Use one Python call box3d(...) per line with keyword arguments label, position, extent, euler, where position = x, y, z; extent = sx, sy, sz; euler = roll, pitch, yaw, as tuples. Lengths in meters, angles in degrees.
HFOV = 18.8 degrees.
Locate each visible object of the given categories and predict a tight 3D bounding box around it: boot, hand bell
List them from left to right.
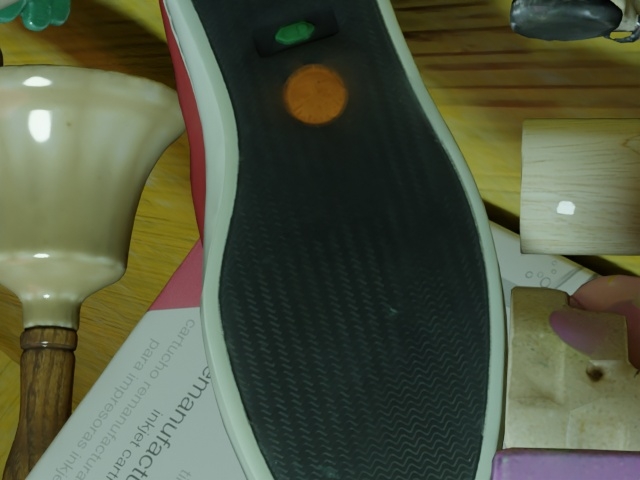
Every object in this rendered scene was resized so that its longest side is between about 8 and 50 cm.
box3d(label="hand bell", position=(-0.121, 0.054, 0.872), extent=(0.126, 0.242, 0.126), euler=(0, 167, 0))
box3d(label="boot", position=(0.000, 0.000, 0.640), extent=(0.176, 0.088, 0.244), euler=(91, 167, -74))

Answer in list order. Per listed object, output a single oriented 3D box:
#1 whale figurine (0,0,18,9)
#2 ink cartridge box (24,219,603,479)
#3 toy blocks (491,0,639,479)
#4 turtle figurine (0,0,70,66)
box3d(label="whale figurine", position=(-0.114, -0.191, 0.470), extent=(0.216, 0.141, 0.272), euler=(12, 127, 59))
box3d(label="ink cartridge box", position=(0.053, 0.105, 0.784), extent=(0.283, 0.207, 0.117), euler=(27, 165, 33))
box3d(label="toy blocks", position=(0.172, 0.064, 0.451), extent=(0.260, 0.309, 0.288), euler=(1, 172, 8))
box3d(label="turtle figurine", position=(-0.212, -0.118, 0.894), extent=(0.175, 0.118, 0.234), euler=(6, 170, -33))
